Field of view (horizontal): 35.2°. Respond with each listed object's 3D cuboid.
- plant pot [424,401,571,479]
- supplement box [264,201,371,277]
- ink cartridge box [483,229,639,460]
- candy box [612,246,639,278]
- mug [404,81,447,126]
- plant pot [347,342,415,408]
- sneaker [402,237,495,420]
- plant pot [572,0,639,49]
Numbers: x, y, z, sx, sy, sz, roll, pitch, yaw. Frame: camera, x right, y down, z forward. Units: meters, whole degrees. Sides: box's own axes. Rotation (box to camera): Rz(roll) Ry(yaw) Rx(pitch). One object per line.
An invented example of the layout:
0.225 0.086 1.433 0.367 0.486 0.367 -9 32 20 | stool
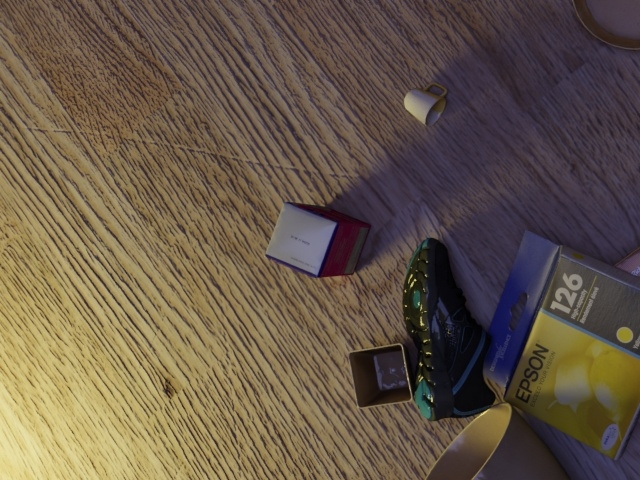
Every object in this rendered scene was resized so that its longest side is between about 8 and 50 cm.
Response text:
0.351 0.471 1.779 0.274 0.256 0.256 41 103 -2 | plant pot
0.000 0.000 1.895 0.111 0.220 0.113 22 96 17 | supplement box
0.439 0.179 1.768 0.307 0.072 0.303 25 112 23 | ink cartridge box
0.674 0.031 1.729 0.316 0.087 0.183 -39 78 16 | candy box
0.199 -0.261 1.921 0.064 0.078 0.062 35 133 25 | mug
0.126 0.251 1.914 0.109 0.096 0.109 -12 87 19 | plant pot
0.238 0.163 1.877 0.140 0.125 0.340 0 76 -14 | sneaker
0.570 -0.455 1.799 0.237 0.032 0.236 0 89 19 | plant pot
